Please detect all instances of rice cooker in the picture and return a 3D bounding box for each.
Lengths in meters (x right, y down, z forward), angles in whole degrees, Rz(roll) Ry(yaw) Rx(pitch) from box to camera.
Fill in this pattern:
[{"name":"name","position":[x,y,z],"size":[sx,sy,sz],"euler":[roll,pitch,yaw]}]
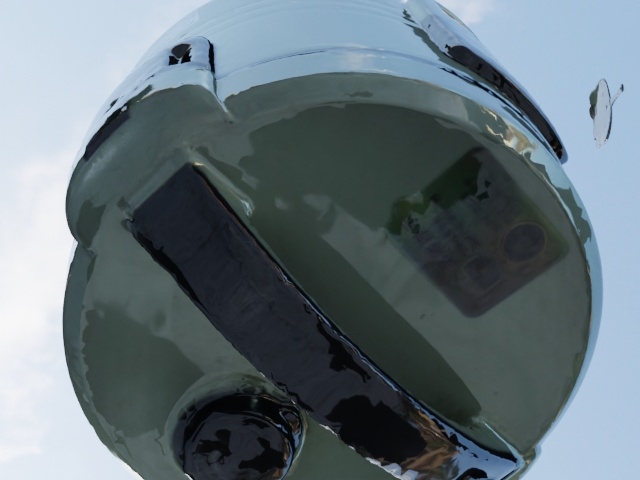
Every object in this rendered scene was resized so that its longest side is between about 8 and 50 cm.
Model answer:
[{"name":"rice cooker","position":[0.000,0.000,0.443],"size":[0.226,0.244,0.226],"euler":[-1,-62,-3]}]

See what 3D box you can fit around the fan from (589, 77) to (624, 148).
[{"name":"fan","position":[0.232,-0.109,0.806],"size":[0.004,0.083,0.056],"euler":[-1,-106,-2]}]
